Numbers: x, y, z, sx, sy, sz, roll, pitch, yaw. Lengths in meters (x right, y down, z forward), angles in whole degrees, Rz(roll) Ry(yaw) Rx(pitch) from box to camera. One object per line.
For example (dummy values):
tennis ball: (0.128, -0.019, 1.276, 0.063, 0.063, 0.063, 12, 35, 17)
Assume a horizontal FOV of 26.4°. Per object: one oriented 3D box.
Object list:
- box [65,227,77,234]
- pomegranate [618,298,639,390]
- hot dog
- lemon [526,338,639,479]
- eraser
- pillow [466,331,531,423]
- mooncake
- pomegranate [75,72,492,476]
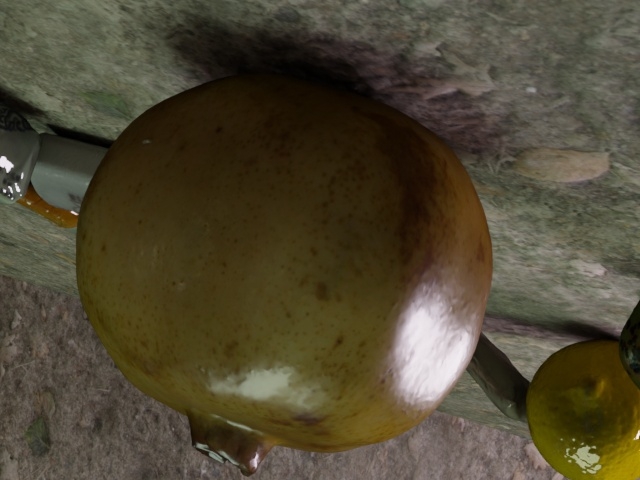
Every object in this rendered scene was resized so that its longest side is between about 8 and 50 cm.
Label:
box: (-0.284, -0.017, 2.224, 0.168, 0.071, 0.259, 25, 167, -34)
pomegranate: (0.435, 0.115, 1.629, 0.159, 0.159, 0.205, 17, -167, 4)
hot dog: (-0.418, -0.095, 2.002, 0.076, 0.102, 0.249, -25, 141, 30)
lemon: (0.429, 0.264, 2.105, 0.228, 0.228, 0.253, 8, 168, 39)
eraser: (-0.252, -0.065, 1.895, 0.270, 0.094, 0.174, 14, 166, 13)
pillow: (0.284, 0.215, 2.272, 0.173, 0.067, 0.270, 32, -168, -44)
mooncake: (-0.519, -0.148, 1.784, 0.250, 0.136, 0.254, 12, 166, 40)
pomegranate: (-0.041, 0.034, 1.321, 0.417, 0.416, 0.416, 17, 169, 3)
